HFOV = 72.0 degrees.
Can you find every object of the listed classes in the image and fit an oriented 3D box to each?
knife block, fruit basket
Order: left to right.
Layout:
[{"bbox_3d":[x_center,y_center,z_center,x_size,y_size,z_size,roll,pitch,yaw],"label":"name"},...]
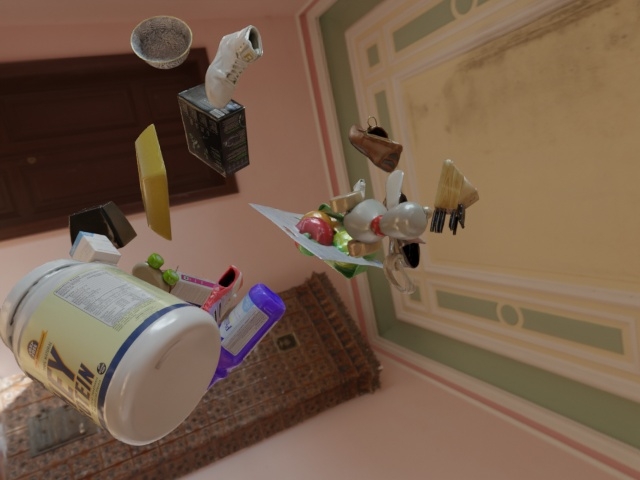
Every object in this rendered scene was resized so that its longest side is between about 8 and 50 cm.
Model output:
[{"bbox_3d":[0.000,0.000,1.306,0.327,0.353,0.165,36,-69,35],"label":"fruit basket"},{"bbox_3d":[0.510,-0.161,1.809,0.275,0.242,0.088,60,12,28],"label":"knife block"}]

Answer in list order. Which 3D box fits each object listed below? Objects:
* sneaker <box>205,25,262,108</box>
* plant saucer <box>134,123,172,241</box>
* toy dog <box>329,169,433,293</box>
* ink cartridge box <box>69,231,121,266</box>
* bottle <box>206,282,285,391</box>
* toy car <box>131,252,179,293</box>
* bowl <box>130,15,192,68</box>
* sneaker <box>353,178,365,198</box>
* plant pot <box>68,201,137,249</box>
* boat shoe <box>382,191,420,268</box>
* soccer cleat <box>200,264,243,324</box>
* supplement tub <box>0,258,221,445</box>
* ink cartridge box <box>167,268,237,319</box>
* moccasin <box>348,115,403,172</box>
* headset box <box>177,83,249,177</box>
[{"bbox_3d":[-0.292,-0.603,1.511,0.169,0.108,0.292,-2,-108,41],"label":"sneaker"},{"bbox_3d":[-0.638,-0.214,1.673,0.332,0.081,0.332,103,-32,-44],"label":"plant saucer"},{"bbox_3d":[0.157,-0.047,0.985,0.334,0.161,0.220,37,-34,56],"label":"toy dog"},{"bbox_3d":[-0.725,0.050,1.424,0.143,0.092,0.090,37,-80,33],"label":"ink cartridge box"},{"bbox_3d":[-0.202,0.231,1.021,0.092,0.283,0.118,42,0,-16],"label":"bottle"},{"bbox_3d":[-0.568,0.131,1.556,0.149,0.155,0.188,48,7,-1],"label":"toy car"},{"bbox_3d":[-0.450,-0.554,1.275,0.080,0.170,0.170,101,-33,-69],"label":"bowl"},{"bbox_3d":[0.183,-0.240,2.053,0.152,0.054,0.061,-90,-157,-57],"label":"sneaker"},{"bbox_3d":[-0.851,-0.047,1.696,0.188,0.188,0.166,-111,-175,-73],"label":"plant pot"},{"bbox_3d":[0.336,-0.038,1.727,0.130,0.132,0.355,31,-31,46],"label":"boat shoe"},{"bbox_3d":[-0.329,0.188,1.383,0.083,0.248,0.095,22,-30,21],"label":"soccer cleat"},{"bbox_3d":[-0.370,0.178,0.782,0.325,0.235,0.235,20,-52,22],"label":"supplement tub"},{"bbox_3d":[-0.539,0.217,1.759,0.175,0.371,0.069,-51,-144,28],"label":"ink cartridge box"},{"bbox_3d":[0.219,-0.405,1.779,0.147,0.139,0.380,-56,-156,16],"label":"moccasin"},{"bbox_3d":[-0.408,-0.417,1.714,0.246,0.131,0.283,35,-36,26],"label":"headset box"}]
